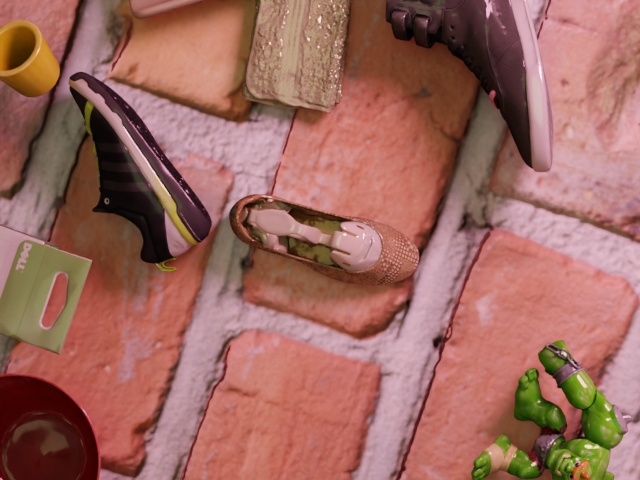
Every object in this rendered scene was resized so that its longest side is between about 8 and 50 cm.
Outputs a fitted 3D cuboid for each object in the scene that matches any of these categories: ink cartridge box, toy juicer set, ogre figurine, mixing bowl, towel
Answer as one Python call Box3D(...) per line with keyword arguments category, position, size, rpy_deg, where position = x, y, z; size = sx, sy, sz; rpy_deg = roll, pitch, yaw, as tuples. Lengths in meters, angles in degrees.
Box3D(category="ink cartridge box", position=(-0.348, 0.038, 1.555), size=(0.209, 0.062, 0.109), rpy_deg=(19, 88, 8))
Box3D(category="toy juicer set", position=(-0.435, -0.106, 1.521), size=(0.209, 0.089, 0.329), rpy_deg=(22, 74, 29))
Box3D(category="ogre figurine", position=(0.234, 0.210, 1.457), size=(0.118, 0.097, 0.197), rpy_deg=(26, 74, 26))
Box3D(category="mixing bowl", position=(-0.304, 0.229, 1.518), size=(0.181, 0.098, 0.181), rpy_deg=(-1, 86, 8))
Box3D(category="towel", position=(-0.023, -0.213, 1.548), size=(0.110, 0.027, 0.148), rpy_deg=(8, 87, 7))

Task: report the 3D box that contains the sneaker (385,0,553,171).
Box3D(category="sneaker", position=(0.149, -0.198, 1.491), size=(0.147, 0.104, 0.296), rpy_deg=(-14, 79, 8))

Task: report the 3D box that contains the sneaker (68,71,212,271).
Box3D(category="sneaker", position=(-0.213, -0.071, 1.535), size=(0.097, 0.084, 0.234), rpy_deg=(-37, 82, 5))

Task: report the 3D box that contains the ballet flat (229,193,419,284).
Box3D(category="ballet flat", position=(0.000, 0.000, 1.510), size=(0.206, 0.067, 0.073), rpy_deg=(12, 87, 8))

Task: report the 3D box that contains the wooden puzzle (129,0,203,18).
Box3D(category="wooden puzzle", position=(-0.123, -0.373, 1.551), size=(0.221, 0.044, 0.238), rpy_deg=(-15, 78, 7))
